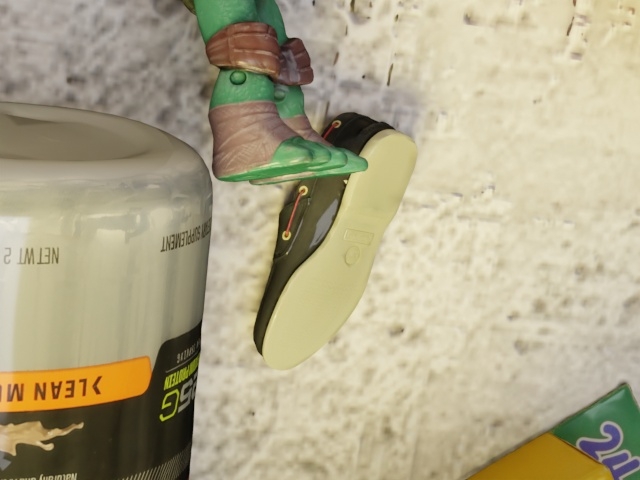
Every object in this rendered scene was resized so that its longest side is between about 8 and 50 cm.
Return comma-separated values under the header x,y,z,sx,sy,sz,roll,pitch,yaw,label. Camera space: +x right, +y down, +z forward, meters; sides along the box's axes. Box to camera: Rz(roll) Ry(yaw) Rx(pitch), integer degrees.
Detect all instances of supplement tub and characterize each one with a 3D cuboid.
x,y,z,sx,sy,sz,roll,pitch,yaw,label
-0.161,0.116,0.774,0.207,0.207,0.338,1,103,-19,supplement tub

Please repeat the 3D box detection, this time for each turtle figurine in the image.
x,y,z,sx,sy,sz,roll,pitch,yaw,label
-0.028,-0.144,0.808,0.175,0.118,0.234,-7,90,-62,turtle figurine

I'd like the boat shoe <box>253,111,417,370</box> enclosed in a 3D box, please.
x,y,z,sx,sy,sz,roll,pitch,yaw,label
0.001,0.000,0.892,0.049,0.042,0.133,20,97,-48,boat shoe

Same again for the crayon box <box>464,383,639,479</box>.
x,y,z,sx,sy,sz,roll,pitch,yaw,label
0.083,0.245,0.948,0.323,0.083,0.203,-30,106,-11,crayon box
